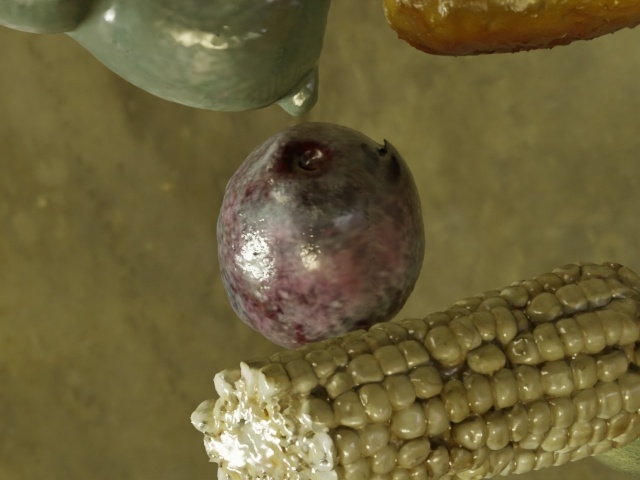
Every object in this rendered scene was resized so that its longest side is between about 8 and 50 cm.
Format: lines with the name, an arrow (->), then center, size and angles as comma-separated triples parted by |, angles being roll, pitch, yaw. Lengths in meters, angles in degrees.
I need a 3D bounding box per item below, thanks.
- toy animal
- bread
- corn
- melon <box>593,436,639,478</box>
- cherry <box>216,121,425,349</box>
toy animal -> -0.102, -0.124, 0.876 | 0.108, 0.236, 0.138 | -34, 61, 56
bread -> 0.226, -0.182, 1.238 | 0.380, 0.185, 0.109 | -5, 95, 6
corn -> 0.056, 0.066, 0.838 | 0.087, 0.211, 0.087 | 167, 90, -68
melon -> 0.249, 0.137, 1.562 | 0.130, 0.098, 0.098 | 22, 124, 25
cherry -> -0.002, -0.007, 1.655 | 0.195, 0.195, 0.195 | 25, 125, 41
